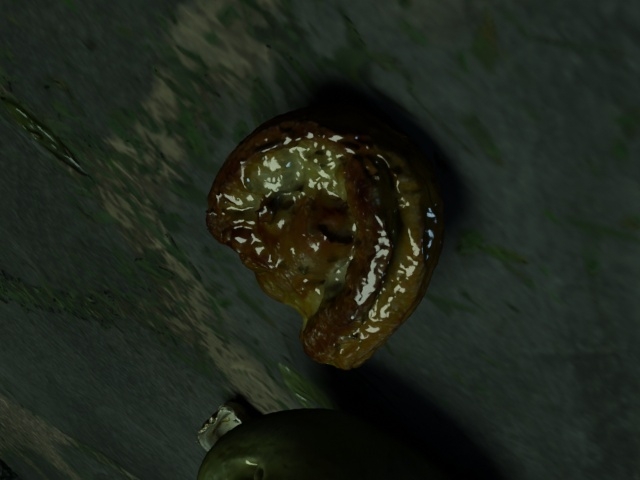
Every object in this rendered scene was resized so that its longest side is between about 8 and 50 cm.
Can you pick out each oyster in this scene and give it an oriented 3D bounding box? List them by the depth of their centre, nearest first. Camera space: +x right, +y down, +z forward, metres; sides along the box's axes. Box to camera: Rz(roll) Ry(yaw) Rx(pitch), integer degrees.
[{"bbox_3d":[-0.063,0.145,0.965,0.051,0.034,0.093,27,146,-1],"label":"oyster"}]

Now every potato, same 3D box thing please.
[{"bbox_3d":[0.028,0.200,0.745,0.251,0.159,0.174,49,-177,-36],"label":"potato"}]

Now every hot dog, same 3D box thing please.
[{"bbox_3d":[0.003,0.000,0.539,0.099,0.065,0.147,52,161,5],"label":"hot dog"}]
